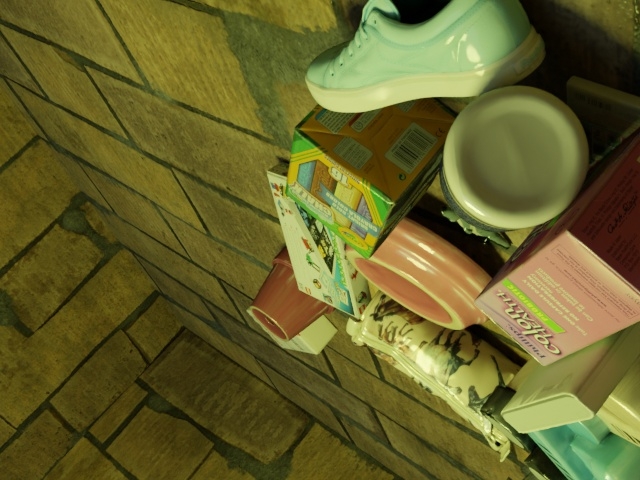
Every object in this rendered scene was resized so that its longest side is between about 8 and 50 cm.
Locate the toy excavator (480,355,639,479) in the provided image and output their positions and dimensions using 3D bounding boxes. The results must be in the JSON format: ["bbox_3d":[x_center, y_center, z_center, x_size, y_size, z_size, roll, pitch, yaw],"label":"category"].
[{"bbox_3d":[0.426,0.255,1.212,0.433,0.222,0.445,48,170,-22],"label":"toy excavator"}]

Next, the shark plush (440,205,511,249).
[{"bbox_3d":[0.248,-0.035,1.311,0.067,0.073,0.161,-22,114,35],"label":"shark plush"}]

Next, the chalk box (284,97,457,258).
[{"bbox_3d":[0.069,-0.109,1.298,0.179,0.180,0.289,39,159,8],"label":"chalk box"}]

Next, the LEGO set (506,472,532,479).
[{"bbox_3d":[0.474,0.420,1.505,0.192,0.331,0.255,47,-179,-11],"label":"LEGO set"}]

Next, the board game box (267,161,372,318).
[{"bbox_3d":[0.000,0.000,1.735,0.193,0.053,0.305,23,137,44],"label":"board game box"}]

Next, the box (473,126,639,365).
[{"bbox_3d":[0.314,0.001,0.933,0.117,0.213,0.243,42,157,6],"label":"box"}]

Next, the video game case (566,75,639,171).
[{"bbox_3d":[0.359,-0.113,0.978,0.157,0.019,0.143,28,157,32],"label":"video game case"}]

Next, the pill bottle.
[{"bbox_3d":[0.219,-0.086,1.009,0.153,0.153,0.264,40,-177,6],"label":"pill bottle"}]

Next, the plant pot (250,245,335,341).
[{"bbox_3d":[-0.070,0.143,2.103,0.201,0.180,0.201,37,161,15],"label":"plant pot"}]

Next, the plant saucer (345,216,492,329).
[{"bbox_3d":[0.170,0.059,1.523,0.332,0.084,0.332,33,170,7],"label":"plant saucer"}]

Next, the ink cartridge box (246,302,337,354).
[{"bbox_3d":[-0.085,0.230,2.435,0.172,0.100,0.237,48,159,-17],"label":"ink cartridge box"}]

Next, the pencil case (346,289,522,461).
[{"bbox_3d":[0.249,0.246,1.688,0.410,0.183,0.160,36,125,8],"label":"pencil case"}]

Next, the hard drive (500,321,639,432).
[{"bbox_3d":[0.348,0.090,0.991,0.040,0.307,0.203,43,161,5],"label":"hard drive"}]

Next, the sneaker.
[{"bbox_3d":[0.096,-0.257,1.029,0.366,0.135,0.150,1,132,48],"label":"sneaker"}]
